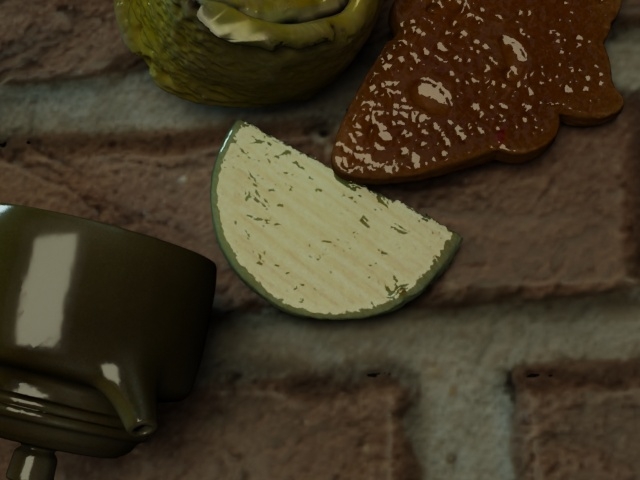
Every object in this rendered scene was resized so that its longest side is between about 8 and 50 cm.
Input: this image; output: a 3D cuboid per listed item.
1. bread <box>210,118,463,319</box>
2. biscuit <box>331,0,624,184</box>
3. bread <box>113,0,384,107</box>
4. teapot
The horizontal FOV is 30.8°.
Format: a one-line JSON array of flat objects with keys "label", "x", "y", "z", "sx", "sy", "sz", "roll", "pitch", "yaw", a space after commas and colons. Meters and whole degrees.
[{"label": "bread", "x": -0.005, "y": 0.002, "z": 0.855, "sx": 0.193, "sy": 0.036, "sz": 0.112, "roll": 28, "pitch": 83, "yaw": 10}, {"label": "biscuit", "x": 0.122, "y": -0.130, "z": 0.855, "sx": 0.280, "sy": 0.043, "sz": 0.183, "roll": -40, "pitch": 77, "yaw": -6}, {"label": "bread", "x": -0.048, "y": -0.191, "z": 0.836, "sx": 0.197, "sy": 0.170, "sz": 0.197, "roll": 1, "pitch": 84, "yaw": -11}, {"label": "teapot", "x": -0.184, "y": 0.078, "z": 0.796, "sx": 0.267, "sy": 0.185, "sz": 0.175, "roll": 2, "pitch": 74, "yaw": 49}]
